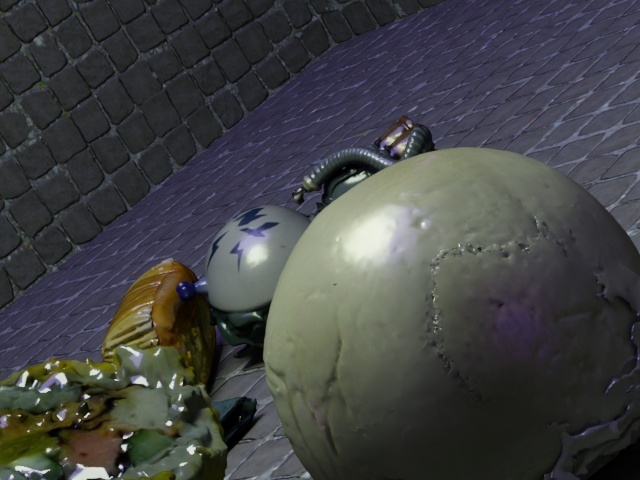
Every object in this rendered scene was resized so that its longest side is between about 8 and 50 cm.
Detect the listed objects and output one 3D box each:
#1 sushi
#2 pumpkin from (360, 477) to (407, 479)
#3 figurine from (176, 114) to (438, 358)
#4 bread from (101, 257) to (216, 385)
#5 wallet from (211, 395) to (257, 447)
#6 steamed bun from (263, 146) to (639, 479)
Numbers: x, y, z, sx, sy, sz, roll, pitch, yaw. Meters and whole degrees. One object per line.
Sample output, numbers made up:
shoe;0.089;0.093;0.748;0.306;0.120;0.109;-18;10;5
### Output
sushi;-0.277;0.259;1.651;0.396;0.240;0.351;-4;23;-1
pumpkin;0.009;0.302;1.165;0.300;0.207;0.300;-40;19;17
figurine;0.000;0.001;2.289;0.382;0.186;0.261;-37;8;-2
bread;-0.213;0.132;2.323;0.119;0.152;0.288;-21;12;7
wallet;-0.253;0.279;2.140;0.379;0.046;0.191;-16;23;44
steamed bun;0.128;0.081;1.454;0.334;0.312;0.233;-46;16;-22
